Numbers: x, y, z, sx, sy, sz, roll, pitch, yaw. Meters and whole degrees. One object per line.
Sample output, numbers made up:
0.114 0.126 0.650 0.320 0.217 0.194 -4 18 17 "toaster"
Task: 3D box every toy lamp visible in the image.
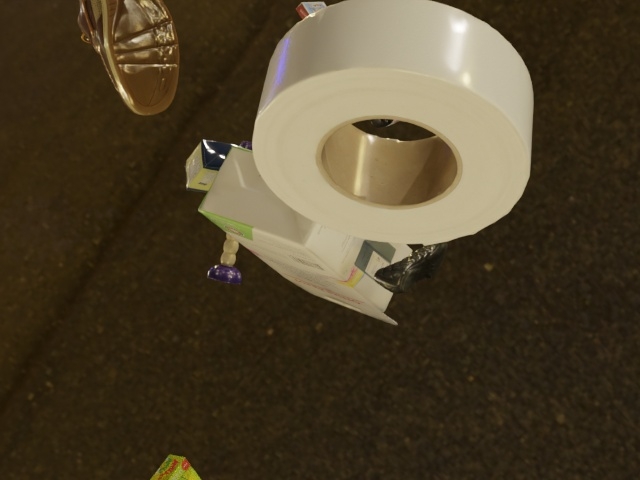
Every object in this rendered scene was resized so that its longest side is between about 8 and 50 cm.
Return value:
-0.157 -0.055 2.084 0.080 0.080 0.274 16 97 51 "toy lamp"

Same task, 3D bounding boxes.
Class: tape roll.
0.076 -0.113 1.109 0.286 0.286 0.100 -17 48 34 "tape roll"

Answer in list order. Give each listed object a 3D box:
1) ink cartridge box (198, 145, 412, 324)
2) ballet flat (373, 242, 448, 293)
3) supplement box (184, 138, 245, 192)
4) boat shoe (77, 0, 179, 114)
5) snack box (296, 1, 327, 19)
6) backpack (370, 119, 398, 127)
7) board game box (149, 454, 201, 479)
0.000 0.000 1.657 0.207 0.353 0.119 19 77 33 "ink cartridge box"
0.134 0.030 1.505 0.049 0.173 0.057 21 113 25 "ballet flat"
-0.182 -0.125 1.869 0.083 0.083 0.056 -43 46 49 "supplement box"
-0.327 -0.360 1.733 0.123 0.341 0.123 -19 2 -35 "boat shoe"
0.026 -0.362 1.960 0.022 0.064 0.178 -44 71 39 "snack box"
0.101 -0.278 1.740 0.115 0.182 0.152 -27 -8 -23 "backpack"
-0.228 0.465 1.850 0.043 0.181 0.092 -1 39 42 "board game box"
